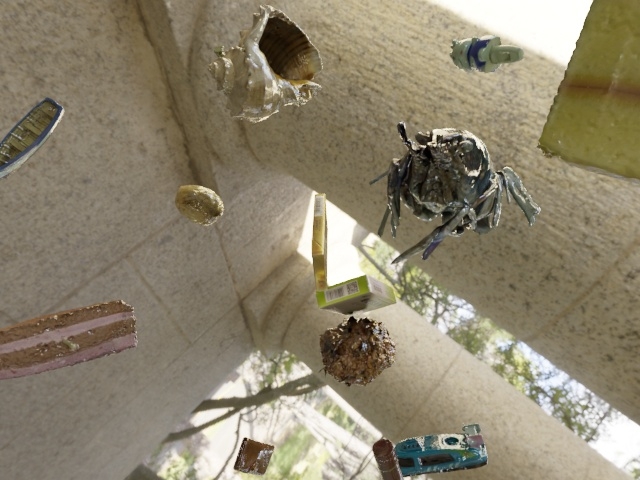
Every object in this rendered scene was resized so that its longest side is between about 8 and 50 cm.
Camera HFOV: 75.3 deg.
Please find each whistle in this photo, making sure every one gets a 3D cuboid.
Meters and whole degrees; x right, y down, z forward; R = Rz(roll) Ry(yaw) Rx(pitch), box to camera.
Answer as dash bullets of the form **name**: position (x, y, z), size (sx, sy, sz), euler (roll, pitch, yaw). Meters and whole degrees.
- **whistle**: position (0.464, -0.531, 1.190), size (0.092, 0.244, 0.110), euler (-43, 129, -11)

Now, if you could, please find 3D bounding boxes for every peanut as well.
- **peanut**: position (-0.404, -0.120, 1.376), size (0.141, 0.159, 0.109), euler (-39, -158, 23)

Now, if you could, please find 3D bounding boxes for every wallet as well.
- **wallet**: position (-0.196, 0.654, 1.250), size (0.176, 0.026, 0.095), euler (57, 46, -51)

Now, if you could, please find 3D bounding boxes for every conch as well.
- **conch**: position (-0.138, -0.432, 1.031), size (0.324, 0.186, 0.263), euler (-25, 139, -54)

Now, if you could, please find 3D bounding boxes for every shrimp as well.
- **shrimp**: position (0.175, -0.064, 0.561), size (0.411, 0.222, 0.165), euler (-19, 117, -61)

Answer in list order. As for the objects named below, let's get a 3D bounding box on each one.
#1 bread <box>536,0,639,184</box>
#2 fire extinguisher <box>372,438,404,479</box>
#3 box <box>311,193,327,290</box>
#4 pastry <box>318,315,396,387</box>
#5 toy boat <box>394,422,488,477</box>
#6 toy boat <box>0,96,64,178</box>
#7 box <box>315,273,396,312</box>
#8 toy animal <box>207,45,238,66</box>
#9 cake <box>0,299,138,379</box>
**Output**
- **bread**: position (0.531, -0.200, 0.652), size (0.362, 0.245, 0.233), euler (-8, 118, -54)
- **fire extinguisher**: position (0.143, 0.462, 0.832), size (0.078, 0.045, 0.157), euler (-64, 140, -60)
- **box**: position (0.000, 0.000, 0.705), size (0.156, 0.022, 0.089), euler (-88, 173, -46)
- **pastry**: position (0.125, 0.376, 1.378), size (0.275, 0.275, 0.192), euler (-30, 115, -47)
- **toy boat**: position (0.320, 0.600, 1.204), size (0.299, 0.092, 0.134), euler (-16, -179, 15)
- **toy boat**: position (-0.672, -0.224, 0.943), size (0.228, 0.080, 0.046), euler (-55, 169, -9)
- **box**: position (0.121, 0.183, 1.337), size (0.175, 0.062, 0.260), euler (-21, 156, 21)
- **toy animal**: position (-0.234, -0.499, 1.214), size (0.103, 0.219, 0.101), euler (-62, 142, -16)
- **cake**: position (-0.541, 0.204, 0.887), size (0.296, 0.115, 0.113), euler (-12, -173, -6)
